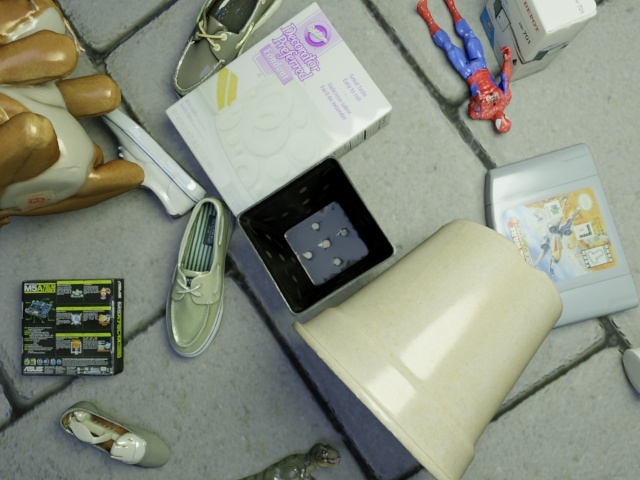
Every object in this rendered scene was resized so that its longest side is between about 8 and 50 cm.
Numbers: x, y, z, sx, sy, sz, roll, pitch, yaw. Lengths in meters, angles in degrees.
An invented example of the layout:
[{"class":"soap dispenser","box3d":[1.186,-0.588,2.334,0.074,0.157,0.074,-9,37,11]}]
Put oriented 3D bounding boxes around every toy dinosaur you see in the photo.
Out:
[{"class":"toy dinosaur","box3d":[-0.075,0.451,0.854,0.268,0.064,0.118,-21,79,7]}]

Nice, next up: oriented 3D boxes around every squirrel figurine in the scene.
[{"class":"squirrel figurine","box3d":[-0.535,-0.219,0.761,0.397,0.281,0.370,-23,83,12]}]

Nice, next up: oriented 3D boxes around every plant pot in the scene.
[{"class":"plant pot","box3d":[0.179,0.145,0.736,0.305,0.334,0.334,-44,84,-9]},{"class":"plant pot","box3d":[0.000,0.000,0.810,0.188,0.167,0.187,-32,81,3]}]

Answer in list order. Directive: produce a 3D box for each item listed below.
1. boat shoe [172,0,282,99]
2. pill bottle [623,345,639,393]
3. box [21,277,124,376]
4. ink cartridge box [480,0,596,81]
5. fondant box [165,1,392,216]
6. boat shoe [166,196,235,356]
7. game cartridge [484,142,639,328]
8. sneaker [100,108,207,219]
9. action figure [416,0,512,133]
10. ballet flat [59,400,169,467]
[{"class":"boat shoe","box3d":[-0.182,-0.393,0.887,0.109,0.091,0.305,37,91,7]},{"class":"pill bottle","box3d":[0.609,0.193,0.770,0.194,0.108,0.108,-15,86,4]},{"class":"box","box3d":[-0.474,0.165,0.915,0.191,0.045,0.184,-2,85,7]},{"class":"ink cartridge box","box3d":[0.345,-0.369,0.782,0.082,0.191,0.139,-21,85,4]},{"class":"fondant box","box3d":[-0.073,-0.225,0.867,0.330,0.096,0.238,-35,85,2]},{"class":"boat shoe","box3d":[-0.228,0.064,0.868,0.109,0.094,0.302,8,88,6]},{"class":"game cartridge","box3d":[0.403,-0.002,0.830,0.198,0.062,0.297,-16,86,1]},{"class":"sneaker","box3d":[-0.332,-0.148,0.889,0.258,0.094,0.091,45,88,5]},{"class":"action figure","box3d":[0.265,-0.317,0.820,0.092,0.139,0.280,-26,87,5]},{"class":"ballet flat","box3d":[-0.385,0.369,0.882,0.213,0.068,0.072,25,90,6]}]
